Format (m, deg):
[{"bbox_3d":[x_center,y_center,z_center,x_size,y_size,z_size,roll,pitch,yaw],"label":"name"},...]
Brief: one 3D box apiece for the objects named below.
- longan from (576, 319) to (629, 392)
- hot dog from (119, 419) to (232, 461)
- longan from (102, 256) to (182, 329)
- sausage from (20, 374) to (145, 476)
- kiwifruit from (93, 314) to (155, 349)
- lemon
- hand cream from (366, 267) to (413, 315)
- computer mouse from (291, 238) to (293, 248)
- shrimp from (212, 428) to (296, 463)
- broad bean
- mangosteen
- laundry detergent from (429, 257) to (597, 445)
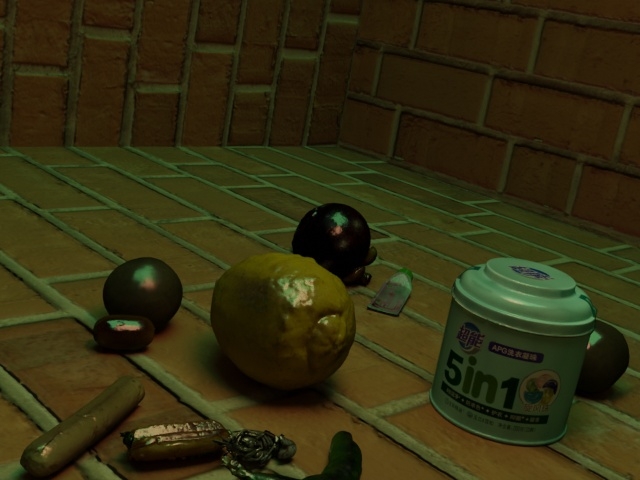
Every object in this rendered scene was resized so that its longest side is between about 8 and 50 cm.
[{"bbox_3d":[0.612,0.261,1.942,0.189,0.189,0.189,9,16,-3],"label":"longan"},{"bbox_3d":[-0.232,0.327,1.379,0.188,0.055,0.072,1,15,-28],"label":"hot dog"},{"bbox_3d":[-0.383,0.115,1.850,0.167,0.167,0.187,10,-5,1],"label":"longan"},{"bbox_3d":[-0.377,0.296,1.387,0.065,0.066,0.301,14,18,13],"label":"sausage"},{"bbox_3d":[-0.398,0.186,1.733,0.124,0.075,0.075,-1,19,-23],"label":"kiwifruit"},{"bbox_3d":[-0.078,0.157,1.702,0.285,0.285,0.316,5,-6,-18],"label":"lemon"},{"bbox_3d":[0.201,0.142,2.317,0.079,0.050,0.275,-11,14,22],"label":"hand cream"},{"bbox_3d":[0.000,0.000,2.619,0.122,0.073,0.217,16,18,19],"label":"computer mouse"},{"bbox_3d":[-0.111,0.336,1.400,0.065,0.057,0.165,5,-5,44],"label":"shrimp"},{"bbox_3d":[-0.013,0.365,1.364,0.292,0.049,0.144,2,29,-46],"label":"broad bean"},{"bbox_3d":[0.050,0.024,2.374,0.265,0.228,0.228,49,10,-12],"label":"mangosteen"},{"bbox_3d":[0.387,0.206,1.716,0.287,0.305,0.287,9,16,-3],"label":"laundry detergent"}]
